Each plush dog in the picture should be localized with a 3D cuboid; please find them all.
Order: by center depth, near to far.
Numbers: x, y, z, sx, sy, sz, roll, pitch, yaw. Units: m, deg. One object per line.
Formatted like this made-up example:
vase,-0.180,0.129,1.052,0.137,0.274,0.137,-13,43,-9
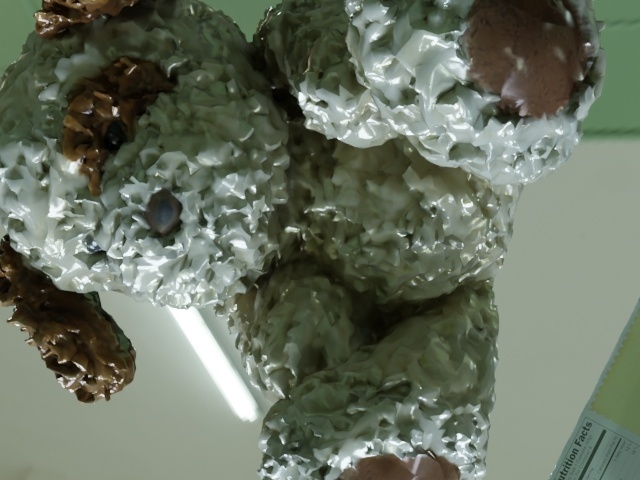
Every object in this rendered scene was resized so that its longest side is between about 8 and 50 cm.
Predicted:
plush dog,-0.028,-0.033,0.578,0.225,0.262,0.210,11,-156,-6

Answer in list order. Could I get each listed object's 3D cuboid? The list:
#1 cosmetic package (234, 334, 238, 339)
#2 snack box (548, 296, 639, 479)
cosmetic package,0.000,0.000,1.282,0.151,0.151,0.184,4,-127,22
snack box,0.274,0.103,0.852,0.187,0.060,0.322,28,-88,32
